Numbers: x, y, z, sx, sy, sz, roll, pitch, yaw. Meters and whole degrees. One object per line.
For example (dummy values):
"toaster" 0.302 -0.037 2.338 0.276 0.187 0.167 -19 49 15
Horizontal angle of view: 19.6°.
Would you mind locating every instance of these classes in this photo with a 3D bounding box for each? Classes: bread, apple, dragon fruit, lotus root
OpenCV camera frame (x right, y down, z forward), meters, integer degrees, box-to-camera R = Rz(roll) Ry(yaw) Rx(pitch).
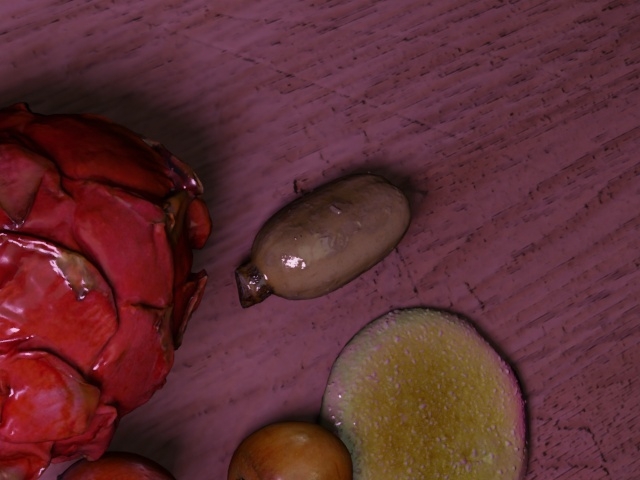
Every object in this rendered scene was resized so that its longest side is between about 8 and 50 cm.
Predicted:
"bread" 0.100 0.173 1.681 0.228 0.033 0.228 6 79 -29
"apple" -0.022 0.209 1.572 0.102 0.099 0.114 -11 84 -32
"dragon fruit" -0.233 0.036 1.386 0.277 0.277 0.342 47 37 -14
"lotus root" 0.000 -0.001 1.622 0.183 0.090 0.077 -30 124 -27

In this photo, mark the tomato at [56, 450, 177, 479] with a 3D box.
"tomato" -0.191 0.252 1.410 0.095 0.237 0.236 32 67 -3
